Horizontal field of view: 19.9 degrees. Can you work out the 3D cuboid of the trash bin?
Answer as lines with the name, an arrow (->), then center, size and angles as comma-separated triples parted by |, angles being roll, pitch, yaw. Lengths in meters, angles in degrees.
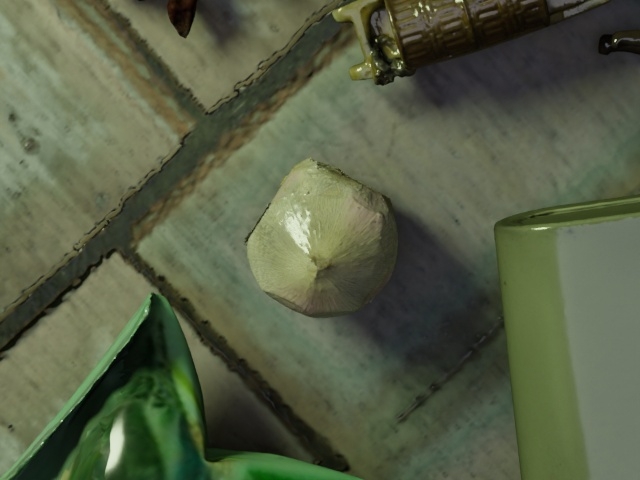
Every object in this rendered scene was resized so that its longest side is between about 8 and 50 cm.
trash bin -> 0.251, 0.092, 1.292 | 0.243, 0.121, 0.247 | -7, 98, 5

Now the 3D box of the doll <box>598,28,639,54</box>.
doll -> 0.294, -0.107, 1.280 | 0.165, 0.057, 0.139 | -20, 88, -9

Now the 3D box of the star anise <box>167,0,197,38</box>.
star anise -> -0.105, -0.228, 1.283 | 0.168, 0.057, 0.168 | -1, 102, -6

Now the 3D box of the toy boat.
toy boat -> 0.122, -0.166, 1.265 | 0.226, 0.088, 0.068 | -16, 99, 7

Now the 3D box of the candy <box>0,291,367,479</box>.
candy -> -0.048, 0.243, 1.303 | 0.398, 0.172, 0.263 | 36, 100, -1

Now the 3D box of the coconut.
coconut -> 0.000, 0.000, 1.283 | 0.110, 0.124, 0.110 | 0, 103, 2
